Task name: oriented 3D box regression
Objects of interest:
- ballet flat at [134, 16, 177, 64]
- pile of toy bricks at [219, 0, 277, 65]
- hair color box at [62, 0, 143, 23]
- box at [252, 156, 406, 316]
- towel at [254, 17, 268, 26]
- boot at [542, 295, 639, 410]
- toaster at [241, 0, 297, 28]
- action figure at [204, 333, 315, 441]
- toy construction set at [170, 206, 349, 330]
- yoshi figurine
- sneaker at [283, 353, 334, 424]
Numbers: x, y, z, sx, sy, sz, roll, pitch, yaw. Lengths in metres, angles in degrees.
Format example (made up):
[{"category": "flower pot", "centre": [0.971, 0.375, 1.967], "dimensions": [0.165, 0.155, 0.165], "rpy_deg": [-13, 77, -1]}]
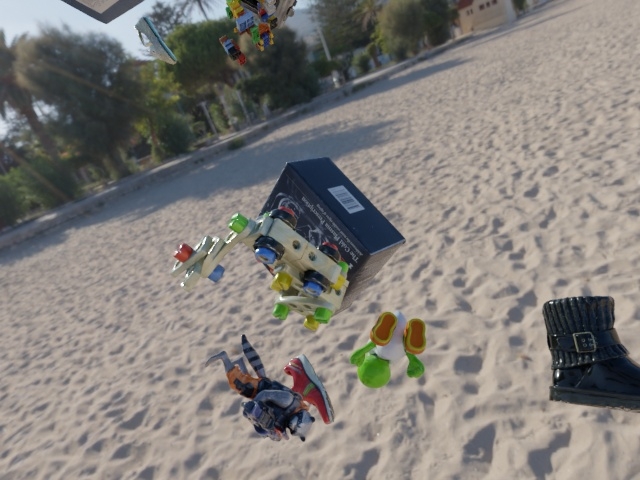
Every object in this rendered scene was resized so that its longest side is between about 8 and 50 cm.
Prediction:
[{"category": "ballet flat", "centre": [-0.442, -0.522, 1.267], "dimensions": [0.052, 0.168, 0.057], "rpy_deg": [-36, -14, 6]}, {"category": "pile of toy bricks", "centre": [-0.153, -0.434, 0.908], "dimensions": [0.118, 0.105, 0.212], "rpy_deg": [-35, 3, -5]}, {"category": "hair color box", "centre": [-0.153, -0.381, 0.400], "dimensions": [0.105, 0.348, 0.173], "rpy_deg": [21, 1, -38]}, {"category": "box", "centre": [0.000, 0.000, 1.329], "dimensions": [0.178, 0.343, 0.313], "rpy_deg": [-19, -29, -47]}, {"category": "towel", "centre": [-0.189, -0.752, 1.192], "dimensions": [0.271, 0.370, 0.040], "rpy_deg": [-46, 43, 10]}, {"category": "boot", "centre": [0.689, 0.253, 1.088], "dimensions": [0.347, 0.131, 0.261], "rpy_deg": [-6, 67, 40]}, {"category": "toaster", "centre": [-0.122, -0.620, 1.103], "dimensions": [0.168, 0.185, 0.110], "rpy_deg": [-47, 24, 48]}, {"category": "action figure", "centre": [-0.153, 0.408, 1.286], "dimensions": [0.178, 0.330, 0.341], "rpy_deg": [-48, -18, -23]}, {"category": "toy construction set", "centre": [-0.083, 0.049, 0.831], "dimensions": [0.215, 0.327, 0.151], "rpy_deg": [-17, 57, 50]}, {"category": "yoshi figurine", "centre": [0.201, 0.363, 1.474], "dimensions": [0.202, 0.204, 0.362], "rpy_deg": [-24, -23, -17]}, {"category": "sneaker", "centre": [-0.043, 0.544, 1.693], "dimensions": [0.118, 0.107, 0.279], "rpy_deg": [-30, 51, -10]}]
